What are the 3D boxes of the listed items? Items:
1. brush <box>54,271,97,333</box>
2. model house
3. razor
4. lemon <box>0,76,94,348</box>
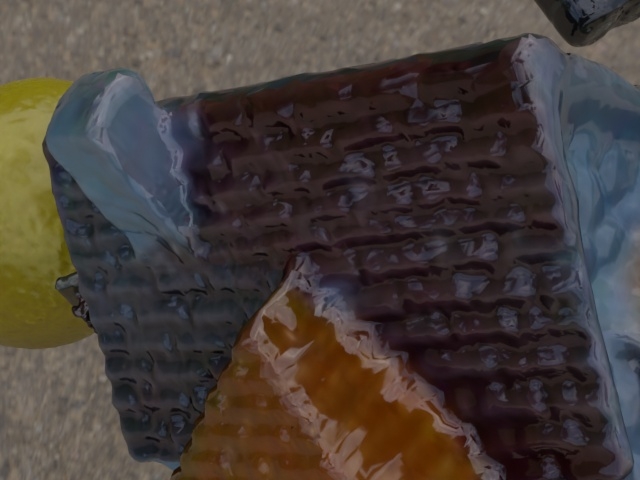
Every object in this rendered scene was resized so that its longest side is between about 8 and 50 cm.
[{"bbox_3d":[-0.078,0.085,0.914,0.043,0.248,0.036,-31,50,3],"label":"brush"},{"bbox_3d":[0.043,0.046,0.734,0.339,0.360,0.297,53,51,-31],"label":"model house"},{"bbox_3d":[0.178,-0.214,1.108,0.090,0.054,0.148,-28,66,-16],"label":"razor"},{"bbox_3d":[-0.190,-0.016,1.010,0.178,0.203,0.178,23,58,-42],"label":"lemon"}]
